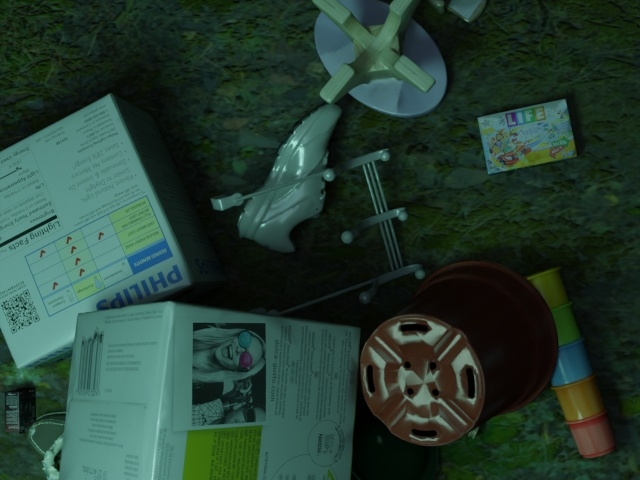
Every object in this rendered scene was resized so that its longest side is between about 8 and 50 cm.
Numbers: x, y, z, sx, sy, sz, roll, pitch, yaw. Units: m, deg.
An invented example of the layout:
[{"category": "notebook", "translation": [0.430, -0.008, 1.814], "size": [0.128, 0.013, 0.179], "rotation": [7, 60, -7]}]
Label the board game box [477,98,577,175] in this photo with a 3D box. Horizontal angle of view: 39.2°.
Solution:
[{"category": "board game box", "translation": [0.360, -0.179, 1.566], "size": [0.154, 0.026, 0.103], "rotation": [-12, 84, 11]}]

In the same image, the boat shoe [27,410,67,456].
[{"category": "boat shoe", "translation": [-0.414, 0.397, 1.659], "size": [0.305, 0.091, 0.109], "rotation": [19, 90, 12]}]

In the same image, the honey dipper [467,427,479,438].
[{"category": "honey dipper", "translation": [0.201, 0.300, 1.573], "size": [0.161, 0.030, 0.030], "rotation": [23, 92, 14]}]

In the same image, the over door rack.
[{"category": "over door rack", "translation": [0.000, 0.000, 1.536], "size": [0.324, 0.108, 0.239], "rotation": [-16, 100, -1]}]

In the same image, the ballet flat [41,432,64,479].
[{"category": "ballet flat", "translation": [-0.309, 0.296, 1.568], "size": [0.409, 0.147, 0.147], "rotation": [-40, 80, -10]}]

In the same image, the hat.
[{"category": "hat", "translation": [0.118, 0.325, 1.479], "size": [0.208, 0.183, 0.173], "rotation": [25, 66, 1]}]

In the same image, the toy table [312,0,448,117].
[{"category": "toy table", "translation": [0.096, -0.333, 1.562], "size": [0.274, 0.161, 0.252], "rotation": [29, 93, 11]}]

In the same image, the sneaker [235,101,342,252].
[{"category": "sneaker", "translation": [-0.036, -0.113, 1.619], "size": [0.129, 0.111, 0.297], "rotation": [30, 97, -3]}]

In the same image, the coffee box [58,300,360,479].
[{"category": "coffee box", "translation": [-0.173, 0.284, 1.370], "size": [0.337, 0.334, 0.338], "rotation": [-10, 73, 53]}]

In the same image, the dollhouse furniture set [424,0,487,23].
[{"category": "dollhouse furniture set", "translation": [0.298, -0.511, 1.457], "size": [0.198, 0.303, 0.286], "rotation": [37, 95, 12]}]

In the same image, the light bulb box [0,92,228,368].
[{"category": "light bulb box", "translation": [-0.415, -0.010, 1.614], "size": [0.358, 0.225, 0.361], "rotation": [-26, 83, 8]}]

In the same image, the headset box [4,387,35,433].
[{"category": "headset box", "translation": [-0.572, 0.326, 1.711], "size": [0.032, 0.062, 0.083], "rotation": [-4, 85, 12]}]

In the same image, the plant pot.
[{"category": "plant pot", "translation": [0.207, 0.185, 1.416], "size": [0.272, 0.265, 0.272], "rotation": [5, 100, 28]}]

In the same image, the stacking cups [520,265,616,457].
[{"category": "stacking cups", "translation": [0.405, 0.206, 1.506], "size": [0.096, 0.096, 0.316], "rotation": [-17, 85, 10]}]
